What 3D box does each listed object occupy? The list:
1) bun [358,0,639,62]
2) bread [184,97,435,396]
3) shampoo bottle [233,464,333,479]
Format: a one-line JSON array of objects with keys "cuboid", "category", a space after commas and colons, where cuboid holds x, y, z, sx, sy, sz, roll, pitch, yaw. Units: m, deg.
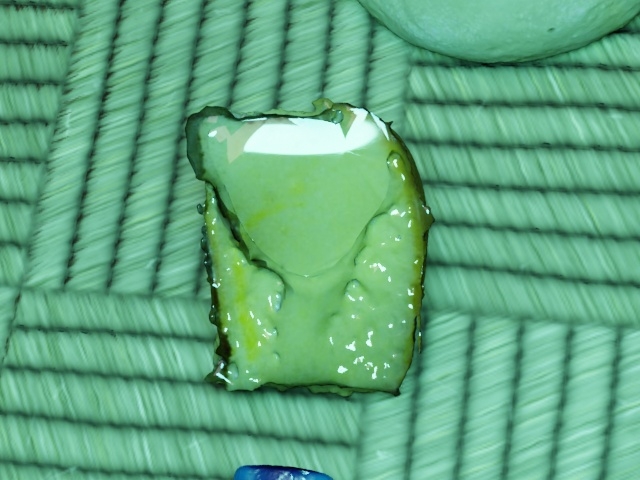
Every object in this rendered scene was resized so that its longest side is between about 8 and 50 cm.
[{"cuboid": [0.169, -0.351, 1.666, 0.364, 0.202, 0.364, -5, 64, 10], "category": "bun"}, {"cuboid": [0.000, 0.000, 1.563, 0.204, 0.162, 0.262, 3, 109, 10], "category": "bread"}, {"cuboid": [-0.042, 0.277, 1.504, 0.087, 0.050, 0.183, 5, 67, 9], "category": "shampoo bottle"}]
